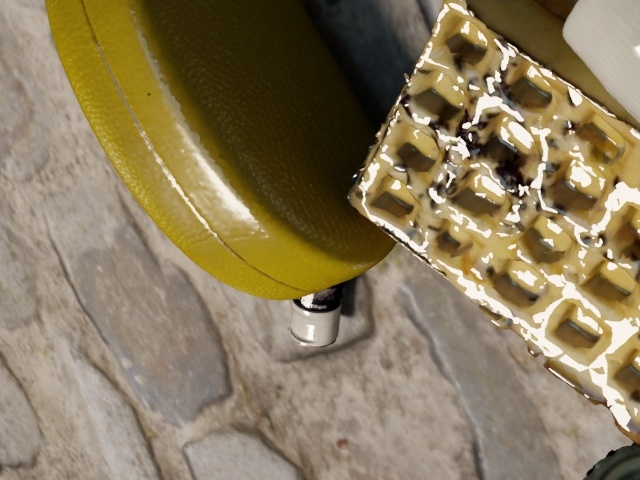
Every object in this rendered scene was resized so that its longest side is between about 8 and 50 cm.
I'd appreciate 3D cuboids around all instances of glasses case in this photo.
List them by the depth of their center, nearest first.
[{"bbox_3d":[-0.090,-0.117,1.564,0.141,0.173,0.371,-22,102,46],"label":"glasses case"}]

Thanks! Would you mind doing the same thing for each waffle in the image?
[{"bbox_3d":[0.218,-0.018,1.430,0.376,0.114,0.261,39,140,11],"label":"waffle"}]

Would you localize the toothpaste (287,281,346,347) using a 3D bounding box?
[{"bbox_3d":[0.000,0.000,1.698,0.071,0.045,0.193,23,127,22],"label":"toothpaste"}]

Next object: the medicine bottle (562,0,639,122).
[{"bbox_3d":[0.337,-0.055,1.199,0.371,0.211,0.211,49,141,10],"label":"medicine bottle"}]

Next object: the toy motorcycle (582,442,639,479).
[{"bbox_3d":[0.357,0.289,1.457,0.410,0.237,0.168,14,154,29],"label":"toy motorcycle"}]
